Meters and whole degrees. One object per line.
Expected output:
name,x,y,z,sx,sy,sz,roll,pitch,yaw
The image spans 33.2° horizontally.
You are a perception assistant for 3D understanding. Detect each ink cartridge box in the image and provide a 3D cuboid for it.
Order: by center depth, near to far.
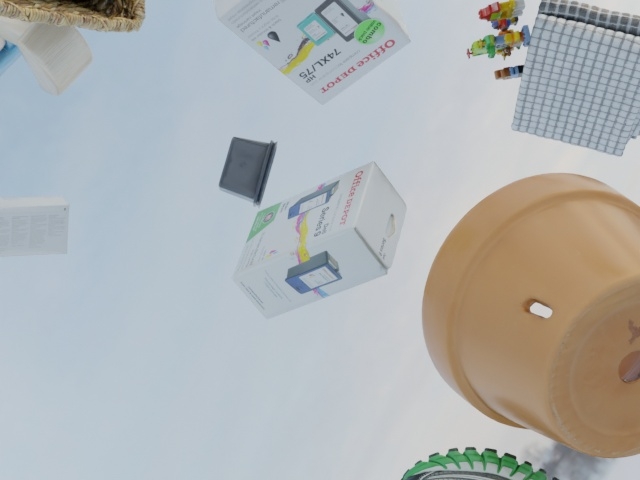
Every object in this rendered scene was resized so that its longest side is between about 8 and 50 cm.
ink cartridge box,0.000,0.000,1.479,0.212,0.093,0.154,-20,32,30
ink cartridge box,-0.021,-0.403,1.758,0.198,0.197,0.270,-34,-43,23

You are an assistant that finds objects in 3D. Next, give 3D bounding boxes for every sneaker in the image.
sneaker,0.233,0.336,1.194,0.146,0.343,0.134,-57,-36,-34

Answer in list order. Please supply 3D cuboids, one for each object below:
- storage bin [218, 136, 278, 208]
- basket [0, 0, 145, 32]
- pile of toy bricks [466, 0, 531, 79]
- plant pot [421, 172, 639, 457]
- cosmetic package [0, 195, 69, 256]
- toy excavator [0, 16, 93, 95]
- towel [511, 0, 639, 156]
storage bin,-0.146,-0.142,2.137,0.098,0.091,0.135,120,167,-83
basket,-0.373,-0.410,1.406,0.299,0.223,0.213,-6,-62,-57
pile of toy bricks,0.327,-0.368,2.021,0.105,0.118,0.212,-10,-10,1
plant pot,0.276,0.095,1.127,0.291,0.291,0.203,-58,24,8
cosmetic package,-0.575,-0.025,1.914,0.239,0.060,0.099,-3,-66,-29
toy excavator,-0.575,-0.355,1.748,0.222,0.433,0.445,-51,5,-16
towel,0.488,-0.299,1.950,0.283,0.235,0.121,88,-159,-54
